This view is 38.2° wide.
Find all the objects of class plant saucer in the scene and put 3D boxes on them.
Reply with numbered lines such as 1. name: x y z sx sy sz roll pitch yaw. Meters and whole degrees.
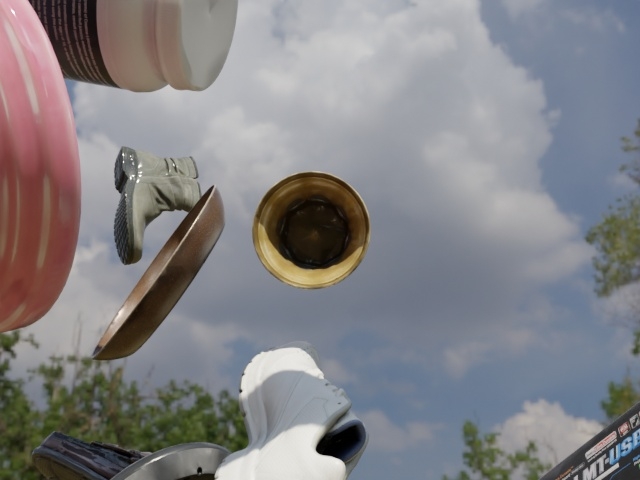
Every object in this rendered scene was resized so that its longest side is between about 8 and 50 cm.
1. plant saucer: -0.228 0.056 1.358 0.050 0.310 0.310 37 -38 -11
2. plant saucer: -0.329 -0.076 0.794 0.084 0.332 0.332 -15 -11 -44

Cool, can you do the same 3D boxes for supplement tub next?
1. supplement tub: -0.243 -0.262 0.983 0.272 0.191 0.191 12 -25 12

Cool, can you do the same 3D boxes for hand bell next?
1. hand bell: 0.000 0.000 1.092 0.126 0.126 0.242 -3 -6 5

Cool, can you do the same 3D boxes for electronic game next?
1. electronic game: -0.177 0.318 1.013 0.229 0.048 0.229 -24 -48 -30

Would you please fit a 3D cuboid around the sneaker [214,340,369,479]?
1. sneaker: -0.012 0.186 0.898 0.129 0.297 0.111 -26 -69 13

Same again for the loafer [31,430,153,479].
1. loafer: -0.217 0.320 1.181 0.303 0.095 0.109 31 -38 -2

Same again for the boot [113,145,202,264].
1. boot: -0.289 -0.064 1.689 0.161 0.246 0.083 8 -32 -24

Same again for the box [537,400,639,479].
1. box: 0.361 0.366 1.090 0.073 0.293 0.295 28 -56 -19
